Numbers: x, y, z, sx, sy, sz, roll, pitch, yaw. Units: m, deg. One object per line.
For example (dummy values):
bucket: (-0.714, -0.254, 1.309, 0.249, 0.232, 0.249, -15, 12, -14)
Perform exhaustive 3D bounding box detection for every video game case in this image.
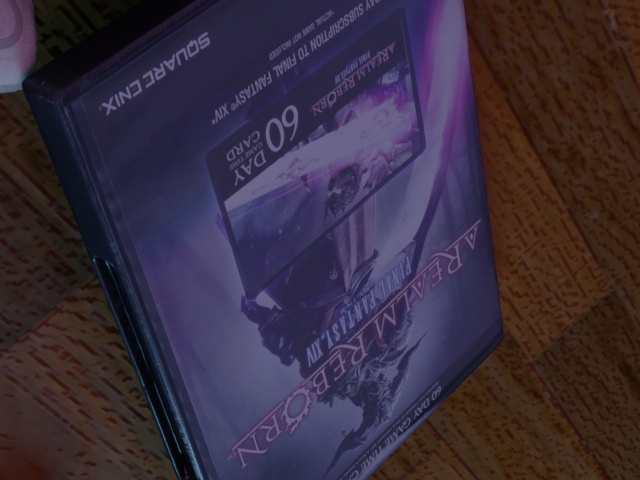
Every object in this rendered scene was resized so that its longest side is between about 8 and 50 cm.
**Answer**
video game case: (0.000, 0.000, 0.536, 0.196, 0.026, 0.274, -40, 136, -29)

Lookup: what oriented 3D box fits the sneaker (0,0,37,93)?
sneaker: (-0.205, -0.001, 0.390, 0.292, 0.110, 0.118, -44, 143, 1)
